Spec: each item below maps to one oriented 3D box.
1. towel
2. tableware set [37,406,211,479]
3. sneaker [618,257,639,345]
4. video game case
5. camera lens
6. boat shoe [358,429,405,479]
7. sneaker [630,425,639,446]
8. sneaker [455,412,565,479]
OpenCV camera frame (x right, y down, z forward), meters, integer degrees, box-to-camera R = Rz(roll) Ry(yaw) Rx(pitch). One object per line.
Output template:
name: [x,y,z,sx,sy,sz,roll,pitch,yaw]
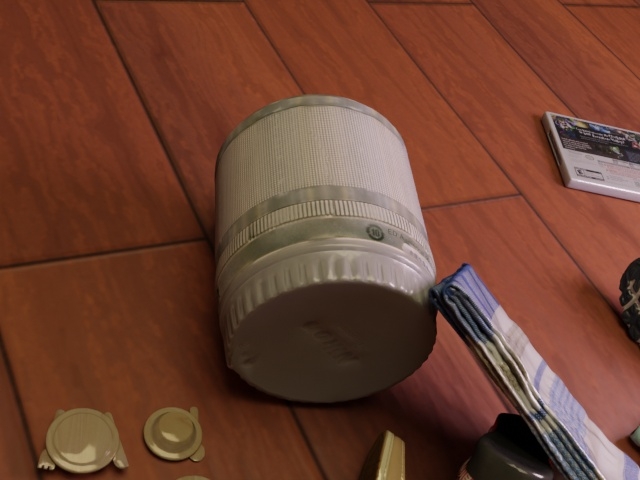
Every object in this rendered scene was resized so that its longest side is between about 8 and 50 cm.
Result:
towel: [0.213,0.142,0.773,0.285,0.034,0.209,53,15,8]
tableware set: [-0.162,0.209,0.721,0.169,0.020,0.141,2,49,-23]
sneaker: [0.504,0.133,1.041,0.122,0.110,0.283,-7,51,-52]
video game case: [0.465,-0.132,1.325,0.190,0.022,0.173,10,45,-13]
camera lens: [0.000,0.000,0.848,0.219,0.219,0.274,8,45,-16]
boat shoe: [0.063,0.258,0.741,0.059,0.063,0.170,20,52,-8]
sneaker: [0.409,0.231,0.933,0.098,0.038,0.069,-20,59,-26]
sneaker: [0.171,0.252,0.771,0.090,0.145,0.270,28,5,24]
